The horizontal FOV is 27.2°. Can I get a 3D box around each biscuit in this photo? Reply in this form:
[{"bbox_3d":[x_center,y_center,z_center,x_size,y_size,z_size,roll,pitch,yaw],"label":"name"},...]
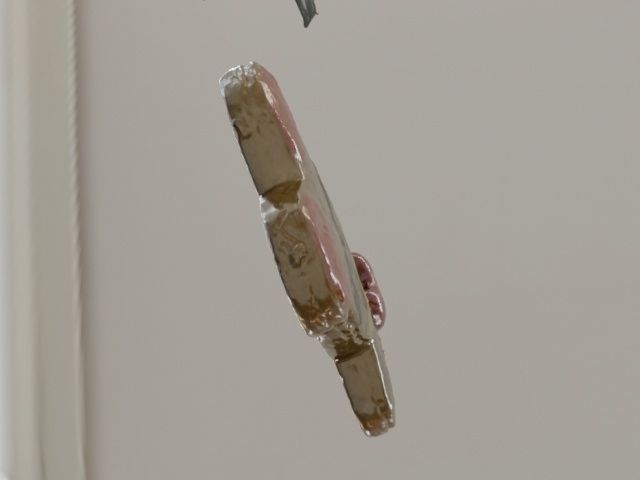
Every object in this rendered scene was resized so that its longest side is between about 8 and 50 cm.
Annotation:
[{"bbox_3d":[0.000,0.000,1.460,0.076,0.394,0.368,-21,-124,4],"label":"biscuit"}]

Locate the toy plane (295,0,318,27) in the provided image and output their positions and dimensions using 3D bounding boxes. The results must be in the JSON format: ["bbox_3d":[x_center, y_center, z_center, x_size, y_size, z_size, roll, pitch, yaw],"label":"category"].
[{"bbox_3d":[-0.060,-0.275,1.071,0.226,0.058,0.226,46,-37,-16],"label":"toy plane"}]
